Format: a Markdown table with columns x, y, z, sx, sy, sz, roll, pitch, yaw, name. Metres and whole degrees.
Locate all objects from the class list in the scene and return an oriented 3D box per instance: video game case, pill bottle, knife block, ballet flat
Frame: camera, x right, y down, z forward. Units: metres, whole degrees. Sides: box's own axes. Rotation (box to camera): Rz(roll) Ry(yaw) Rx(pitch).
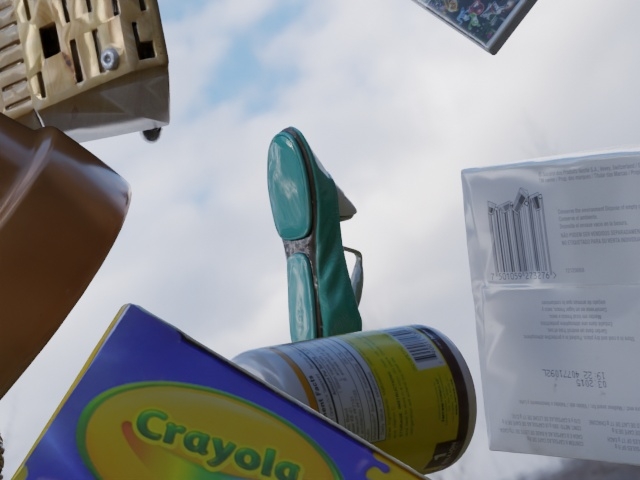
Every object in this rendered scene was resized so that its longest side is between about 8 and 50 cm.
| x | y | z | sx | sy | sz | roll | pitch | yaw | name |
| --- | --- | --- | --- | --- | --- | --- | --- | --- | --- |
| 0.179 | -0.312 | 1.605 | 0.190 | 0.173 | 0.022 | -52 | -34 | 4 | video game case |
| 0.002 | 0.130 | 1.122 | 0.215 | 0.117 | 0.117 | -7 | -26 | -35 | pill bottle |
| -0.149 | -0.130 | 1.142 | 0.276 | 0.088 | 0.242 | -16 | -6 | 38 | knife block |
| 0.000 | 0.000 | 1.621 | 0.087 | 0.247 | 0.083 | -8 | 2 | -37 | ballet flat |

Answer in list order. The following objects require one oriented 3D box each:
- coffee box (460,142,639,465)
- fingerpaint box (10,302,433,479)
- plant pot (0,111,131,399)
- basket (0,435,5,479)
| x | y | z | sx | sy | sz | roll | pitch | yaw | name |
| --- | --- | --- | --- | --- | --- | --- | --- | --- | --- |
| 0.405 | 0.056 | 1.749 | 0.334 | 0.338 | 0.338 | -10 | 5 | -39 | coffee box |
| 0.015 | 0.282 | 0.800 | 0.163 | 0.445 | 0.371 | -60 | 1 | -36 | fingerpaint box |
| -0.282 | 0.007 | 0.900 | 0.291 | 0.203 | 0.291 | -41 | 19 | 17 | plant pot |
| -0.379 | 0.250 | 1.324 | 0.299 | 0.213 | 0.223 | -60 | -21 | 18 | basket |
